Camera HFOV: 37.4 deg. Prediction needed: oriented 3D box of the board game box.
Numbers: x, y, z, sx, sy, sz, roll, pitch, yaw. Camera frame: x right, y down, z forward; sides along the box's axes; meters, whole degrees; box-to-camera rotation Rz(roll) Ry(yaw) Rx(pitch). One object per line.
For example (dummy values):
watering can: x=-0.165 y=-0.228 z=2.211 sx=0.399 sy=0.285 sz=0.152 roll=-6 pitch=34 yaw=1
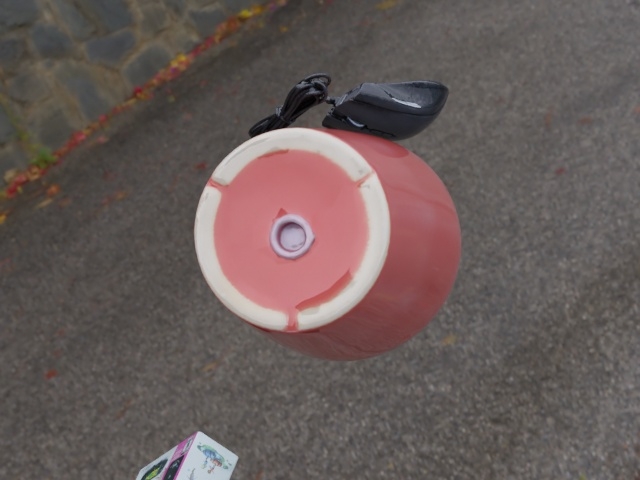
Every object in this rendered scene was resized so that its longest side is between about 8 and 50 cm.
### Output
board game box: x=-0.287 y=0.512 z=1.659 sx=0.224 sy=0.097 sz=0.303 roll=-40 pitch=20 yaw=41

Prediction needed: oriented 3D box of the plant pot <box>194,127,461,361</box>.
plant pot: x=0.000 y=0.000 z=0.999 sx=0.274 sy=0.275 sz=0.243 roll=-17 pitch=-8 yaw=12

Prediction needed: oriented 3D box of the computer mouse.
computer mouse: x=0.039 y=-0.143 z=1.224 sx=0.262 sy=0.060 sz=0.184 roll=-4 pitch=-19 yaw=-40
